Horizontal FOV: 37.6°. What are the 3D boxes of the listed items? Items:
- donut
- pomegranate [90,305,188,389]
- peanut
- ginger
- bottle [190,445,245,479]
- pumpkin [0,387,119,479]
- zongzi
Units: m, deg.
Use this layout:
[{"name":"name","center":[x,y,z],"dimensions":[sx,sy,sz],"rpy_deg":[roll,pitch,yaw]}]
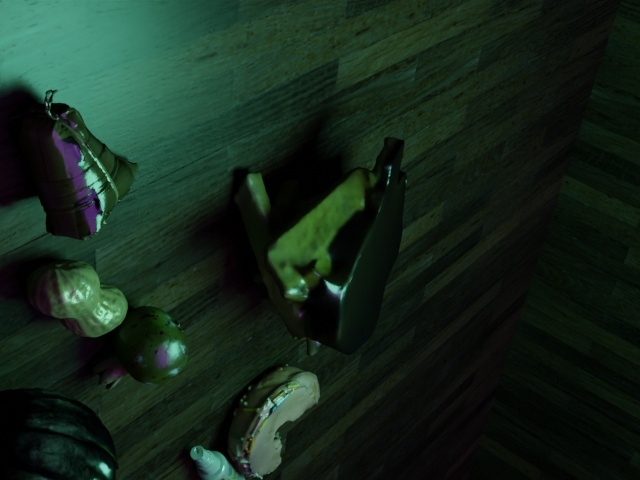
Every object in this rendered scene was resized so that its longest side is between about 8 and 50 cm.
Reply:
[{"name":"donut","center":[-0.099,0.339,1.795],"dimensions":[0.233,0.085,0.199],"rpy_deg":[-57,154,-6]},{"name":"pomegranate","center":[-0.257,0.160,1.333],"dimensions":[0.142,0.115,0.114],"rpy_deg":[-34,151,1]},{"name":"peanut","center":[-0.304,0.075,1.196],"dimensions":[0.082,0.082,0.187],"rpy_deg":[-55,153,-11]},{"name":"ginger","center":[0.000,0.000,1.559],"dimensions":[0.413,0.211,0.359],"rpy_deg":[58,52,-70]},{"name":"bottle","center":[-0.194,0.425,1.748],"dimensions":[0.060,0.060,0.217],"rpy_deg":[-51,152,-18]},{"name":"pumpkin","center":[-0.384,0.299,1.087],"dimensions":[0.296,0.295,0.296],"rpy_deg":[-41,147,-33]},{"name":"zongzi","center":[-0.273,-0.119,1.092],"dimensions":[0.178,0.081,0.189],"rpy_deg":[-61,148,-52]}]
